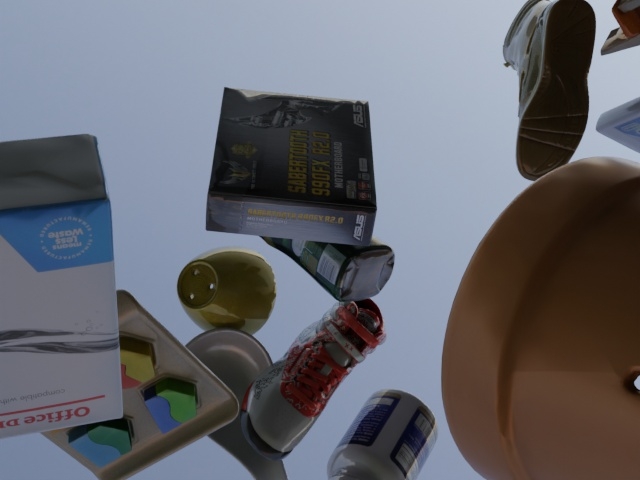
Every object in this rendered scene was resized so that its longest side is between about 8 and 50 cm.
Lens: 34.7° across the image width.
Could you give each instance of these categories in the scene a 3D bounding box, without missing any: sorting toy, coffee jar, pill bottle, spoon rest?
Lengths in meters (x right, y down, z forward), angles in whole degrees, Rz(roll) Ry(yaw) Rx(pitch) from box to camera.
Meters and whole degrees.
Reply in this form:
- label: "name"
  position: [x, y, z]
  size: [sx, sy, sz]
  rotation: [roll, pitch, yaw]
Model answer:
- label: "sorting toy"
  position: [-0.217, 0.167, 1.083]
  size: [0.208, 0.193, 0.038]
  rotation: [52, -166, -32]
- label: "coffee jar"
  position: [0.000, 0.000, 1.285]
  size: [0.096, 0.079, 0.184]
  rotation: [-6, -147, -43]
- label: "pill bottle"
  position: [0.073, 0.292, 1.340]
  size: [0.112, 0.112, 0.186]
  rotation: [33, -138, 8]
- label: "spoon rest"
  position: [-0.098, 0.247, 1.361]
  size: [0.137, 0.084, 0.276]
  rotation: [-26, -83, -14]

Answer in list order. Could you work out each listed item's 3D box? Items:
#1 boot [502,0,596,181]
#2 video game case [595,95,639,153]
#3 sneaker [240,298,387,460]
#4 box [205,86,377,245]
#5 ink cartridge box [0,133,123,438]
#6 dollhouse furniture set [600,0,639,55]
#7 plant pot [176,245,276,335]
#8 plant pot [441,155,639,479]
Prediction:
- label: "boot"
  position: [0.324, -0.230, 1.517]
  size: [0.095, 0.262, 0.203]
  rotation: [4, -165, -6]
- label: "video game case"
  position: [0.579, -0.129, 1.387]
  size: [0.300, 0.329, 0.036]
  rotation: [25, -101, -10]
- label: "sneaker"
  position: [-0.001, 0.157, 1.292]
  size: [0.090, 0.145, 0.270]
  rotation: [45, -151, -2]
- label: "box"
  position: [-0.032, -0.091, 1.181]
  size: [0.183, 0.056, 0.231]
  rotation: [6, -143, -4]
- label: "ink cartridge box"
  position: [-0.155, 0.042, 0.513]
  size: [0.104, 0.180, 0.060]
  rotation: [-8, -141, -16]
- label: "dollhouse furniture set"
  position: [0.301, -0.369, 1.114]
  size: [0.262, 0.135, 0.259]
  rotation: [50, -125, -25]
- label: "plant pot"
  position: [-0.141, 0.065, 1.388]
  size: [0.134, 0.134, 0.095]
  rotation: [52, -166, 26]
- label: "plant pot"
  position: [0.265, 0.098, 0.773]
  size: [0.291, 0.290, 0.203]
  rotation: [-10, -160, -32]
